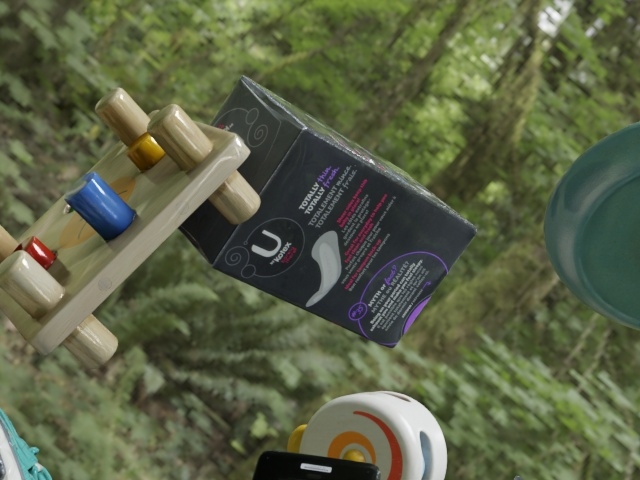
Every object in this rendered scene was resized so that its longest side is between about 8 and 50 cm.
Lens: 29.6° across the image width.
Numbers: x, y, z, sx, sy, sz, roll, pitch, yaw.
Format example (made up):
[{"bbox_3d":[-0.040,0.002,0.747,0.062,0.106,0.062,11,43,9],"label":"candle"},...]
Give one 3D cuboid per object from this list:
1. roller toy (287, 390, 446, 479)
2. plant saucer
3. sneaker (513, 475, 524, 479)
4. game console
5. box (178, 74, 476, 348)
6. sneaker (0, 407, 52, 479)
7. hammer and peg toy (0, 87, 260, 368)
[{"bbox_3d":[0.072,0.312,1.748,0.209,0.191,0.146,48,16,21],"label":"roller toy"},{"bbox_3d":[0.408,-0.001,1.339,0.317,0.317,0.043,40,35,-23],"label":"plant saucer"},{"bbox_3d":[0.164,0.309,1.197,0.089,0.170,0.051,48,-35,22],"label":"sneaker"},{"bbox_3d":[-0.006,0.265,1.143,0.122,0.107,0.071,4,-34,18],"label":"game console"},{"bbox_3d":[-0.001,-0.024,1.244,0.270,0.165,0.143,28,11,-41],"label":"box"},{"bbox_3d":[-0.200,0.135,0.703,0.110,0.107,0.275,33,0,-31],"label":"sneaker"},{"bbox_3d":[-0.235,0.021,1.121,0.127,0.361,0.266,49,-12,-25],"label":"hammer and peg toy"}]
